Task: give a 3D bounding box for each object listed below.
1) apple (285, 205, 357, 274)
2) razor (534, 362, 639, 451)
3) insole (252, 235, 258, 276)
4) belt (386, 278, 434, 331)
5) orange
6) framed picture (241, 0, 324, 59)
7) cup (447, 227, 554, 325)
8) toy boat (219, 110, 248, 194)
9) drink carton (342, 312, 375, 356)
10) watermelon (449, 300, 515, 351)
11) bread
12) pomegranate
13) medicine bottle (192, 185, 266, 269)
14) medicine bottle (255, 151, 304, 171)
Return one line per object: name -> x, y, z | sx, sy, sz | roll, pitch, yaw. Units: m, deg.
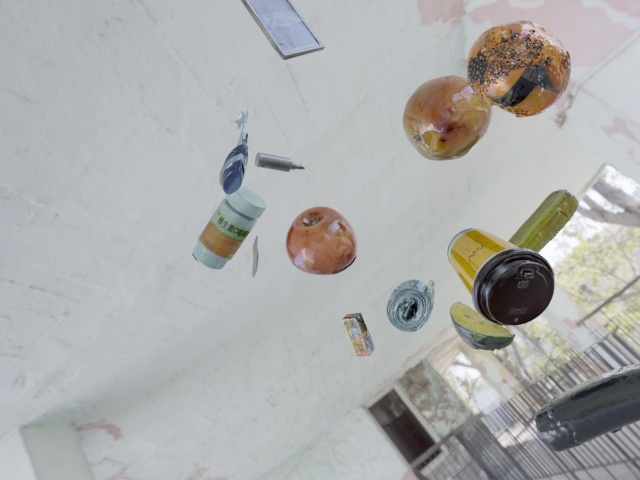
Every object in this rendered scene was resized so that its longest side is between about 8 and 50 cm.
apple -> 0.000, 0.000, 1.643 | 0.251, 0.272, 0.207 | -11, -59, 0
razor -> 0.609, 0.325, 0.952 | 0.326, 0.107, 0.189 | -36, -25, 29
insole -> -0.248, 0.061, 1.770 | 0.005, 0.253, 0.086 | 15, -65, -15
belt -> 0.281, 0.206, 1.469 | 0.082, 0.147, 0.163 | -51, -41, -60
orange -> 0.448, -0.393, 1.061 | 0.234, 0.234, 0.182 | -20, -34, -37
framed picture -> -0.124, -0.708, 1.526 | 0.189, 0.260, 0.023 | -30, -8, -37
cup -> 0.429, 0.076, 1.160 | 0.196, 0.280, 0.197 | -3, -69, -8
toy boat -> -0.257, -0.287, 1.458 | 0.070, 0.292, 0.210 | 16, -9, -23
drink carton -> 0.149, 0.364, 1.814 | 0.071, 0.166, 0.056 | -13, 13, 37
watermelon -> 0.568, 0.316, 1.713 | 0.129, 0.301, 0.123 | -40, -62, -10
bread -> 0.895, -0.039, 1.903 | 0.384, 0.112, 0.166 | -50, 5, 7
pomegranate -> 0.449, -0.429, 1.633 | 0.319, 0.319, 0.319 | -32, -26, -18
medicine bottle -> -0.357, -0.047, 1.813 | 0.318, 0.158, 0.158 | -53, -27, 16
medicine bottle -> -0.154, -0.300, 1.829 | 0.198, 0.058, 0.058 | 6, -46, -22
